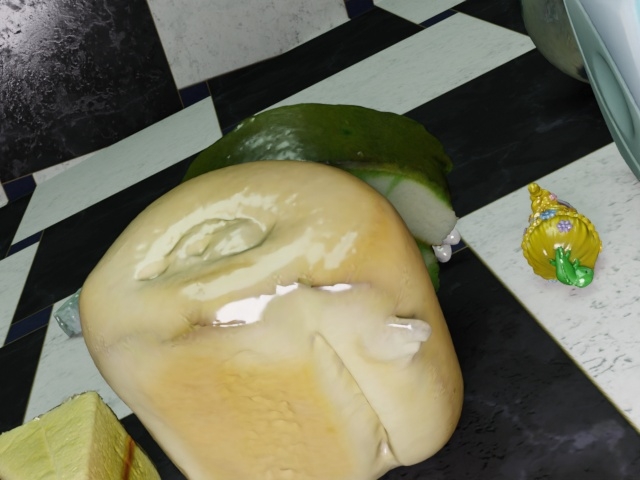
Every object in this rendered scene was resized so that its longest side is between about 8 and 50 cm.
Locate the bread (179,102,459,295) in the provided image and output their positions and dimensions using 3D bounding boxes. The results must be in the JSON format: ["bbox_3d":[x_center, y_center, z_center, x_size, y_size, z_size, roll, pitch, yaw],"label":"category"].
[{"bbox_3d":[0.000,0.000,1.182,0.382,0.366,0.129,-34,42,20],"label":"bread"}]

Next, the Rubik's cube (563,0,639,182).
[{"bbox_3d":[0.526,-0.250,1.181,0.352,0.351,0.347,-21,22,8],"label":"Rubik's cube"}]

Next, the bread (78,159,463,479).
[{"bbox_3d":[-0.040,0.102,0.998,0.348,0.376,0.253,-16,42,12],"label":"bread"}]

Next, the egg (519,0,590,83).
[{"bbox_3d":[0.515,-0.425,1.613,0.345,0.345,0.428,-35,20,-22],"label":"egg"}]

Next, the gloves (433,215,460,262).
[{"bbox_3d":[0.096,0.024,1.384,0.229,0.097,0.119,-27,-16,6],"label":"gloves"}]

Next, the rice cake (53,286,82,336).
[{"bbox_3d":[-0.407,0.069,1.914,0.063,0.066,0.336,-12,25,34],"label":"rice cake"}]

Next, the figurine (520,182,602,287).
[{"bbox_3d":[0.297,-0.007,1.215,0.095,0.115,0.156,-29,21,24],"label":"figurine"}]

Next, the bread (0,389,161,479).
[{"bbox_3d":[-0.287,0.315,1.070,0.163,0.167,0.264,-27,22,3],"label":"bread"}]
